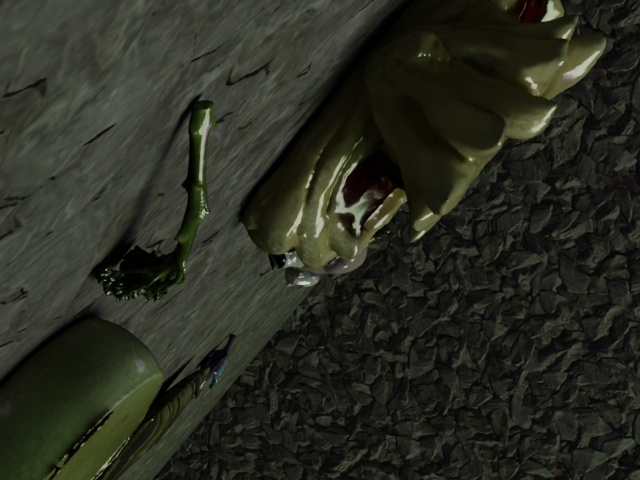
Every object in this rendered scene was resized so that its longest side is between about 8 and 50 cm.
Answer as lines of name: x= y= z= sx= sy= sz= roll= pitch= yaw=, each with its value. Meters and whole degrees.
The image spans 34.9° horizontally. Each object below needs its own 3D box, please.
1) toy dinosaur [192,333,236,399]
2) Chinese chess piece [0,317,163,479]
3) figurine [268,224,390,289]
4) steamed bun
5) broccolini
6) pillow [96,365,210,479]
toy dinosaur: x=-0.201 y=0.237 z=1.893 sx=0.197 sy=0.045 sz=0.080 roll=-55 pitch=170 yaw=-55
Chinese chess piece: x=-0.203 y=0.145 z=0.775 sx=0.188 sy=0.083 sz=0.188 roll=-48 pitch=173 yaw=-8
figurine: x=0.000 y=0.000 z=1.415 sx=0.229 sy=0.112 sz=0.137 roll=-13 pitch=138 yaw=-60
steamed bun: x=0.120 y=-0.130 z=0.976 sx=0.428 sy=0.189 sz=0.247 roll=-48 pitch=168 yaw=-7
broccolini: x=-0.092 y=-0.014 z=0.657 sx=0.194 sy=0.052 sz=0.054 roll=-53 pitch=178 yaw=42
pillow: x=-0.277 y=0.304 z=1.625 sx=0.208 sy=0.052 sz=0.212 roll=-47 pitch=176 yaw=24
